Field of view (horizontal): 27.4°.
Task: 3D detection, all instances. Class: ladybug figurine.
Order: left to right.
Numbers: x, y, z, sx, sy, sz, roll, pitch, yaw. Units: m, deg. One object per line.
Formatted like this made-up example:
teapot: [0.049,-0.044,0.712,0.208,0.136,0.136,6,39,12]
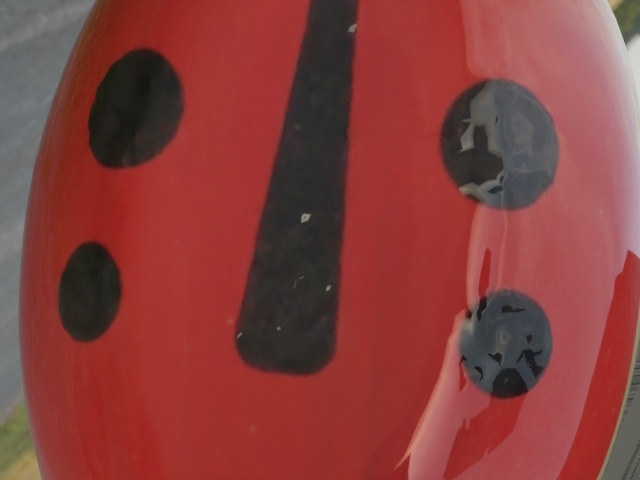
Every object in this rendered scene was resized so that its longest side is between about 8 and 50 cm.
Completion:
ladybug figurine: [0.000,0.000,0.603,0.162,0.305,0.449,35,59,-82]

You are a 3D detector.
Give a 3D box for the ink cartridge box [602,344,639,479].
ink cartridge box: [0.267,0.188,0.841,0.395,0.166,0.285,105,11,-82]
